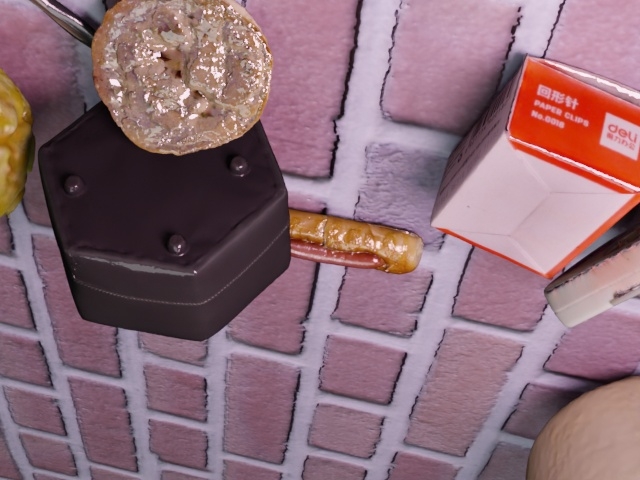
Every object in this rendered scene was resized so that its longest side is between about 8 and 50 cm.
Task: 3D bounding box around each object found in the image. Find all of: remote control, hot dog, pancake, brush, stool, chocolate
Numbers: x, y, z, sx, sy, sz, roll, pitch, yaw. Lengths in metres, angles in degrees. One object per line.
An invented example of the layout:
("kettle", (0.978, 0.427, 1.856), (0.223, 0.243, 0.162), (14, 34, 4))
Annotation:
("remote control", (0.332, -0.024, 0.973), (0.050, 0.145, 0.344), (57, 142, 4))
("hot dog", (0.000, 0.000, 1.232), (0.215, 0.047, 0.066), (10, 146, 6))
("pancake", (-0.118, -0.146, 0.998), (0.158, 0.028, 0.158), (2, 111, 6))
("brush", (-0.259, -0.221, 1.005), (0.193, 0.016, 0.063), (35, 144, -30))
("stool", (-0.139, -0.031, 1.078), (0.232, 0.232, 0.141), (10, 147, 6))
("chocolate", (0.401, 0.308, 1.351), (0.326, 0.297, 0.314), (15, 127, -1))

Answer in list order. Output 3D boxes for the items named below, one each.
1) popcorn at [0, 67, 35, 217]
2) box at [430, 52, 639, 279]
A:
("popcorn", (-0.379, -0.099, 1.101), (0.221, 0.184, 0.204), (13, 119, 7))
("box", (0.190, -0.062, 1.007), (0.133, 0.099, 0.182), (21, 150, -6))
